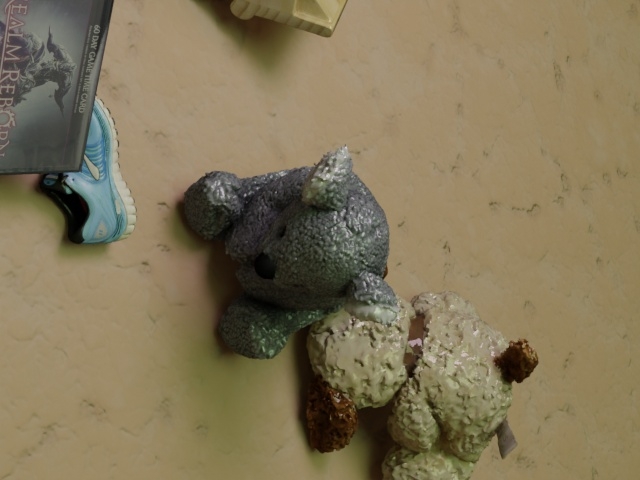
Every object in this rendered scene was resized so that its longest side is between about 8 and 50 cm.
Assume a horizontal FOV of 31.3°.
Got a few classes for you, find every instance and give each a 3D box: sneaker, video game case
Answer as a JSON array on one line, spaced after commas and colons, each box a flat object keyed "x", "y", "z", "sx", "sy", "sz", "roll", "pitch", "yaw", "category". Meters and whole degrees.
[{"x": -0.225, "y": -0.071, "z": 1.051, "sx": 0.073, "sy": 0.063, "sz": 0.162, "roll": -22, "pitch": 95, "yaw": -42, "category": "sneaker"}, {"x": -0.302, "y": -0.138, "z": 0.899, "sx": 0.274, "sy": 0.026, "sz": 0.196, "roll": -4, "pitch": 125, "yaw": -35, "category": "video game case"}]

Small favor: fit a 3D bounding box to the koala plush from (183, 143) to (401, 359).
[{"x": 0.000, "y": 0.000, "z": 1.101, "sx": 0.203, "sy": 0.221, "sz": 0.196, "roll": -18, "pitch": 91, "yaw": -18, "category": "koala plush"}]

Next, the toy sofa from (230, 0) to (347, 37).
[{"x": -0.022, "y": -0.402, "z": 1.151, "sx": 0.177, "sy": 0.362, "sz": 0.150, "roll": 17, "pitch": 46, "yaw": 3, "category": "toy sofa"}]

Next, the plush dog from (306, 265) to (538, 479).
[{"x": 0.092, "y": 0.133, "z": 1.247, "sx": 0.225, "sy": 0.210, "sz": 0.262, "roll": 17, "pitch": 63, "yaw": -12, "category": "plush dog"}]
